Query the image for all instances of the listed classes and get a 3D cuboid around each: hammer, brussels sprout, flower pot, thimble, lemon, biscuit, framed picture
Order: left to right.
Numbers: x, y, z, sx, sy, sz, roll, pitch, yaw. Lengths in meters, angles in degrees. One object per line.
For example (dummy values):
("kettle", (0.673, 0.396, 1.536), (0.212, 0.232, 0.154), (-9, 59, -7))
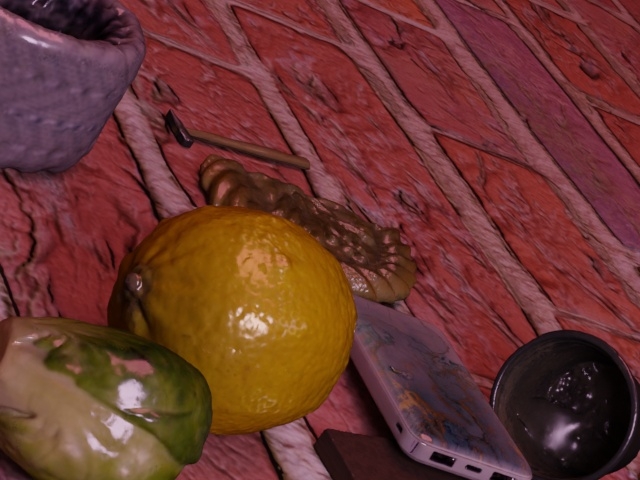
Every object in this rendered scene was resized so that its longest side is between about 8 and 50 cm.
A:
("thimble", (-0.301, -0.177, 1.750), (0.217, 0.157, 0.245), (44, 23, 29))
("brussels sprout", (-0.164, 0.125, 1.355), (0.183, 0.131, 0.145), (15, 23, -48))
("lemon", (-0.073, 0.066, 1.518), (0.231, 0.192, 0.192), (20, 25, -46))
("hammer", (-0.090, -0.109, 2.081), (0.199, 0.013, 0.062), (13, 30, -41))
("biscuit", (0.000, 0.000, 1.953), (0.273, 0.036, 0.187), (22, 25, -27))
("framed picture", (0.087, 0.229, 1.628), (0.168, 0.023, 0.128), (14, 30, -40))
("flower pot", (0.260, 0.176, 1.829), (0.157, 0.157, 0.107), (47, 12, 29))

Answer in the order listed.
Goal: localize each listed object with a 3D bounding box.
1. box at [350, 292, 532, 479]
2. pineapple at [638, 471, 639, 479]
("box", (0.099, 0.143, 1.761), (0.142, 0.044, 0.285), (23, 18, -27))
("pineapple", (0.405, 0.266, 1.956), (0.114, 0.077, 0.114), (-18, 59, -19))
